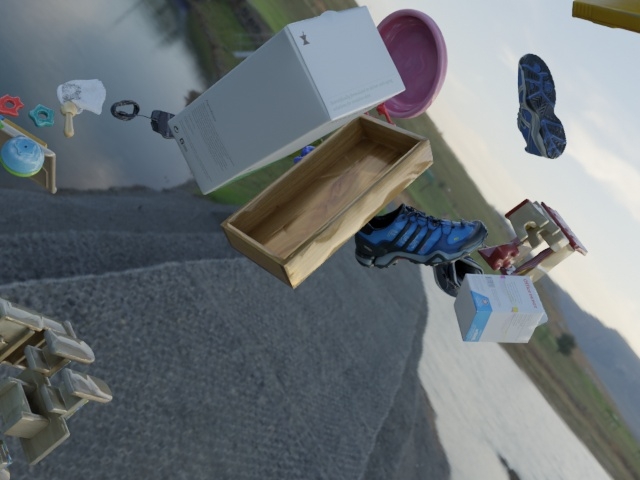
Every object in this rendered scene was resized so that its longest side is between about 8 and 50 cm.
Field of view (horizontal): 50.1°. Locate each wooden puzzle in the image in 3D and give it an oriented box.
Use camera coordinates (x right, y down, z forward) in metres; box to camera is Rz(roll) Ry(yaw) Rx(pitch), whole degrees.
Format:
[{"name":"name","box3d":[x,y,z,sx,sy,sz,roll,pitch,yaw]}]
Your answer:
[{"name":"wooden puzzle","box3d":[-0.690,-0.213,1.540,0.220,0.044,0.238,33,-24,-7]}]

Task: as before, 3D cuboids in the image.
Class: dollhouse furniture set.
[{"name":"dollhouse furniture set","box3d":[-0.443,0.227,1.063,0.242,0.212,0.161,53,4,31]},{"name":"dollhouse furniture set","box3d":[0.493,-0.001,1.691,0.374,0.201,0.152,21,35,-52]}]

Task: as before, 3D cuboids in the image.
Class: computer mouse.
[{"name":"computer mouse","box3d":[-0.444,-0.310,1.756,0.242,0.041,0.071,11,83,-56]}]

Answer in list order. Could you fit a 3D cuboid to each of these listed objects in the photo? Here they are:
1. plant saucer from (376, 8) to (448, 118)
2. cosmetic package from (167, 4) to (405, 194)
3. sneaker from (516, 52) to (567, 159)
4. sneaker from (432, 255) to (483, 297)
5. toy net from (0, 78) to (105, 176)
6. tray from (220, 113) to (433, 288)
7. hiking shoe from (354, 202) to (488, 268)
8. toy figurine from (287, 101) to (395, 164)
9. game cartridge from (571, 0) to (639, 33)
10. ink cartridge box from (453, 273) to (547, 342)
[{"name":"plant saucer","box3d":[0.277,-0.549,2.145,0.084,0.332,0.332,-7,53,-40]},{"name":"cosmetic package","box3d":[-0.069,-0.223,1.130,0.196,0.365,0.155,-30,97,-40]},{"name":"sneaker","box3d":[0.416,-0.260,1.350,0.081,0.080,0.211,11,-61,62]},{"name":"sneaker","box3d":[0.361,0.100,1.772,0.226,0.086,0.163,57,-6,-36]},{"name":"toy net","box3d":[-0.473,-0.216,1.180,0.122,0.045,0.232,43,53,-7]},{"name":"tray","box3d":[0.019,-0.094,1.395,0.202,0.411,0.076,30,-29,39]},{"name":"hiking shoe","box3d":[0.217,-0.019,1.526,0.113,0.303,0.132,-80,160,-62]},{"name":"toy figurine","box3d":[-0.011,-0.220,1.640,0.362,0.217,0.191,8,-51,36]},{"name":"game cartridge","box3d":[0.735,-0.495,1.423,0.323,0.285,0.053,40,-30,49]},{"name":"ink cartridge box","box3d":[0.330,0.125,1.247,0.092,0.143,0.090,-95,-168,-46]}]
